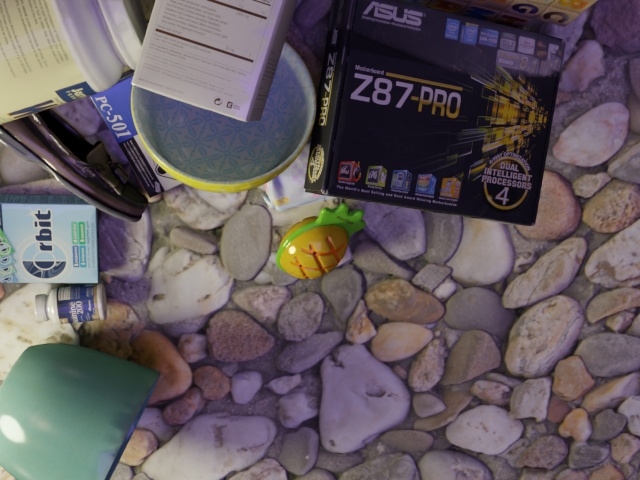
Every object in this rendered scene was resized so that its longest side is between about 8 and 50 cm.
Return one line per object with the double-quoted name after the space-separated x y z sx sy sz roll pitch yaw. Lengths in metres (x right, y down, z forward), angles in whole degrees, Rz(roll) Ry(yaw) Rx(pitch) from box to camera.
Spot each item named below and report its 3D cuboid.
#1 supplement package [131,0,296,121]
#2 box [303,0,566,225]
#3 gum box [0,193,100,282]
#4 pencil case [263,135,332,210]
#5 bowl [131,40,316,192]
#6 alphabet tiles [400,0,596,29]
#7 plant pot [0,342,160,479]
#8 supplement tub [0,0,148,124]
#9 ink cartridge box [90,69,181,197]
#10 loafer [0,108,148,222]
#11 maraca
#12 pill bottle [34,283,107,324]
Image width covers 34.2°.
-0.133 -0.335 1.493 0.175 0.177 0.292 18 97 1 "supplement package"
0.188 -0.203 1.681 0.395 0.097 0.318 9 91 -22 "box"
-0.481 -0.002 1.811 0.184 0.041 0.157 1 117 -8 "gum box"
0.034 -0.125 1.777 0.273 0.113 0.124 -7 95 -4 "pencil case"
-0.155 -0.192 1.675 0.290 0.289 0.156 -2 160 -7 "bowl"
0.261 -0.400 1.599 0.343 0.285 0.011 10 77 -13 "alphabet tiles"
-0.455 0.317 1.854 0.235 0.293 0.293 26 112 -4 "plant pot"
-0.435 -0.310 1.546 0.325 0.235 0.235 -18 118 2 "supplement tub"
-0.292 -0.182 1.741 0.097 0.046 0.207 -25 118 4 "ink cartridge box"
-0.403 -0.142 1.716 0.302 0.109 0.095 34 104 -19 "loafer"
0.000 0.000 1.839 0.127 0.099 0.186 15 131 -45 "maraca"
-0.447 0.115 1.862 0.120 0.067 0.067 -6 118 -5 "pill bottle"
